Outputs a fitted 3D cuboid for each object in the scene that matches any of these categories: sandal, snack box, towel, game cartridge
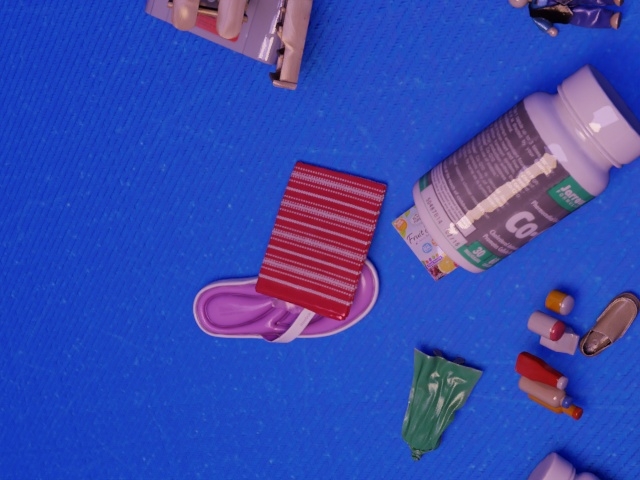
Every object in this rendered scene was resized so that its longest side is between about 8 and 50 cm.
[{"bbox_3d":[-0.078,0.135,1.797,0.417,0.102,0.169,-15,99,23],"label":"sandal"},{"bbox_3d":[0.217,-0.008,1.683,0.100,0.037,0.141,-37,89,24],"label":"snack box"},{"bbox_3d":[0.000,0.000,1.721,0.199,0.031,0.274,16,86,17],"label":"towel"},{"bbox_3d":[-0.185,-0.478,1.704,0.294,0.060,0.196,25,107,13],"label":"game cartridge"}]

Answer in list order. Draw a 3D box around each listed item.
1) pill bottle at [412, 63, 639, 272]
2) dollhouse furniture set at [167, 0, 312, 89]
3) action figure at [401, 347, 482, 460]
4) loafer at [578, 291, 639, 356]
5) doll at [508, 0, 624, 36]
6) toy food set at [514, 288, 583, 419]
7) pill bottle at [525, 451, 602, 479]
[{"bbox_3d":[0.351,-0.120,1.510,0.361,0.204,0.204,-38,89,26],"label":"pill bottle"},{"bbox_3d":[-0.151,-0.374,1.579,0.242,0.212,0.160,9,107,-10],"label":"dollhouse furniture set"},{"bbox_3d":[0.217,0.332,1.759,0.137,0.063,0.232,20,106,13],"label":"action figure"},{"bbox_3d":[0.519,0.158,1.605,0.056,0.050,0.148,34,113,9],"label":"loafer"},{"bbox_3d":[0.409,-0.404,1.500,0.189,0.046,0.129,13,118,24],"label":"doll"},{"bbox_3d":[0.427,0.214,1.604,0.105,0.111,0.232,27,117,40],"label":"toy food set"},{"bbox_3d":[0.507,0.533,1.649,0.283,0.161,0.161,37,114,9],"label":"pill bottle"}]
